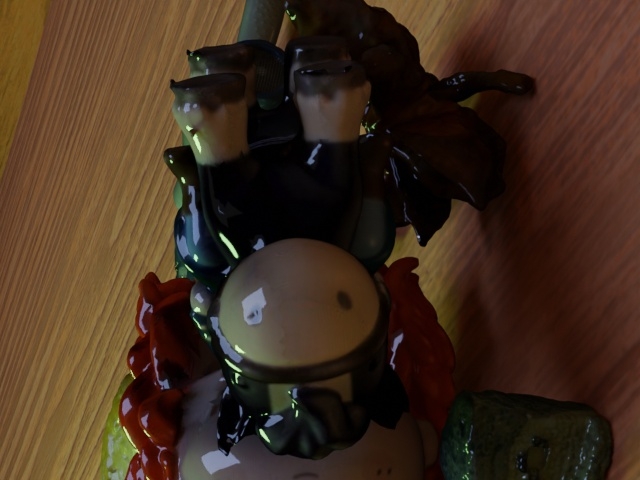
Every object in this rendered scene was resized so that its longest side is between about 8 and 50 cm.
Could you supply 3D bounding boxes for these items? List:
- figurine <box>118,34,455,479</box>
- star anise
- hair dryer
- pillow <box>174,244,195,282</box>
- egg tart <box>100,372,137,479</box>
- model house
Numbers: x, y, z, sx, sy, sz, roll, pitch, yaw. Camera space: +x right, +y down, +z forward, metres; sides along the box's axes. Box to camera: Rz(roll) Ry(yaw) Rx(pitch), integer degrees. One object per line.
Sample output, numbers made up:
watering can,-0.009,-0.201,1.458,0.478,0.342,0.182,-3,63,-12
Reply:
figurine,-0.017,0.073,0.868,0.412,0.241,0.306,94,156,-45
star anise,0.058,-0.091,0.976,0.212,0.111,0.196,49,162,16
hair dryer,-0.086,-0.149,1.445,0.298,0.119,0.296,-82,14,-45
pillow,-0.134,0.101,1.551,0.189,0.034,0.256,156,119,-69
egg tart,-0.135,0.202,1.345,0.295,0.116,0.295,-17,70,58
model house,0.111,0.128,0.791,0.066,0.083,0.079,-142,63,-65
